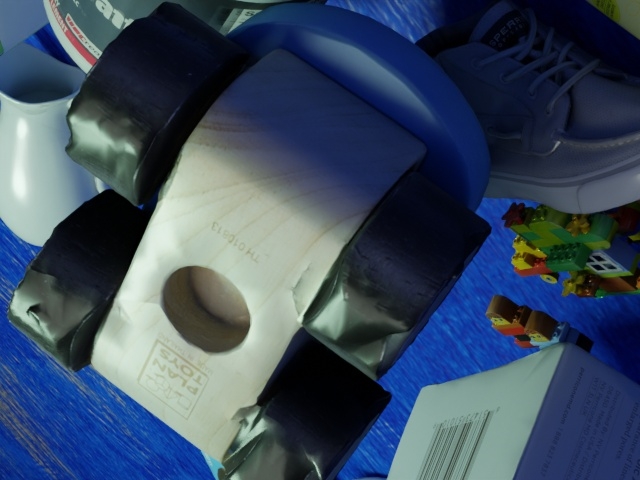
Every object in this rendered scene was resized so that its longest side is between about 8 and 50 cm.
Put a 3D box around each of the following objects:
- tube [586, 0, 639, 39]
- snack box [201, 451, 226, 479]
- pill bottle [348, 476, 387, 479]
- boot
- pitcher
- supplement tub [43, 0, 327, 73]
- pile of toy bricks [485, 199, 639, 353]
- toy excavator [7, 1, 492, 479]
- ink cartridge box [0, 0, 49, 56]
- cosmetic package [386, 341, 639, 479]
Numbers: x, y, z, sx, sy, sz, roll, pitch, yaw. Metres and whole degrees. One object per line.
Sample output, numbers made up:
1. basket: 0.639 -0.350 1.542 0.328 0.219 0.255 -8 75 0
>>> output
1. tube: 0.226 -0.115 0.782 0.240 0.062 0.070 42 114 18
2. snack box: -0.024 0.390 1.797 0.187 0.060 0.322 20 143 41
3. pill bottle: 0.082 0.421 1.582 0.161 0.161 0.283 13 138 46
4. boot: 0.139 -0.092 0.872 0.123 0.095 0.258 56 159 -16
5. pitcher: -0.265 -0.089 1.445 0.178 0.125 0.207 18 133 17
6. supplement tub: -0.068 -0.216 0.904 0.191 0.191 0.272 47 153 -1
7. pile of toy bricks: 0.172 0.004 0.932 0.105 0.118 0.212 35 157 -22
8. toy excavator: 0.000 0.000 0.975 0.222 0.445 0.433 35 129 9
9. ink cartridge box: -0.373 -0.313 1.277 0.273 0.115 0.198 27 147 33
10. cosmetic package: 0.251 0.248 1.017 0.385 0.156 0.217 32 156 -15
